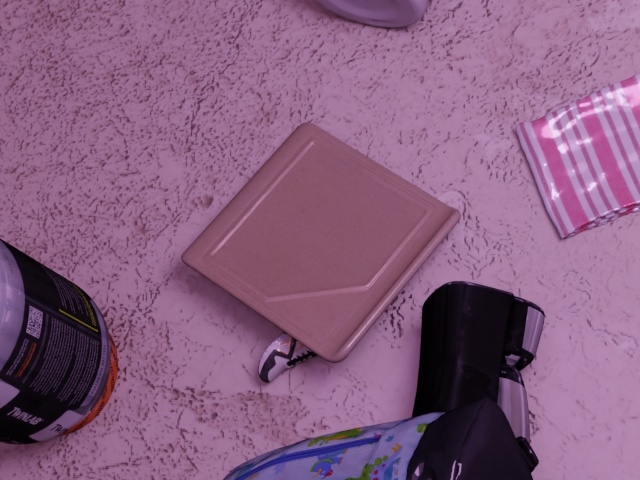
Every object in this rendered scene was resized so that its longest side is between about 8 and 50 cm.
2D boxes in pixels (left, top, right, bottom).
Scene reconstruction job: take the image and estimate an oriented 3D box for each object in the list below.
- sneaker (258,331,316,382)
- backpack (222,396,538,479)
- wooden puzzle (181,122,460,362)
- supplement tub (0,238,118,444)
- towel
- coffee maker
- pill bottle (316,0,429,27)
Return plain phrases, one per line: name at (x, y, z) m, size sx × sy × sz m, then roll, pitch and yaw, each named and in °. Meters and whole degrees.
sneaker at (-0.023, 0.115, 1.429) m, size 0.044 × 0.040 × 0.109 m, roll 42°, pitch 88°, yaw 22°
backpack at (0.021, 0.311, 1.217) m, size 0.355 × 0.290 × 0.273 m, roll -3°, pitch 29°, yaw 42°
wooden puzzle at (0.000, 0.000, 1.444) m, size 0.239 × 0.044 × 0.221 m, roll 31°, pitch 69°, yaw 27°
supplement tub at (-0.343, 0.104, 1.374) m, size 0.194 × 0.316 × 0.193 m, roll -5°, pitch 71°, yaw 16°
towel at (0.320, -0.101, 1.407) m, size 0.197 × 0.029 × 0.144 m, roll -23°, pitch 67°, yaw 8°
coffee maker at (0.137, 0.135, 1.306) m, size 0.120 × 0.171 × 0.178 m, roll -23°, pitch 51°, yaw 47°
pill bottle at (0.085, -0.395, 1.506) m, size 0.152 × 0.152 × 0.272 m, roll 14°, pitch 77°, yaw 20°
